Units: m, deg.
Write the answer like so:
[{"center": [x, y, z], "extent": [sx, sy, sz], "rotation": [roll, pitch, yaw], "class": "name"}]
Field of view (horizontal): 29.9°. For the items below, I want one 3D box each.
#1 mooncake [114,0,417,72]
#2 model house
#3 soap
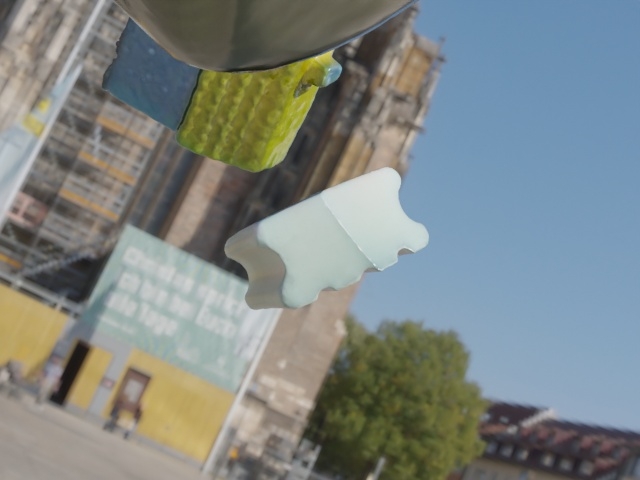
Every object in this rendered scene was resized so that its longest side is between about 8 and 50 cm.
[{"center": [0.015, -0.248, 0.580], "extent": [0.187, 0.351, 0.351], "rotation": [51, -7, 11], "class": "mooncake"}, {"center": [-0.124, -0.258, 1.702], "extent": [0.303, 0.237, 0.215], "rotation": [37, 30, 20], "class": "model house"}, {"center": [0.000, 0.000, 1.254], "extent": [0.095, 0.173, 0.289], "rotation": [66, -11, -1], "class": "soap"}]
